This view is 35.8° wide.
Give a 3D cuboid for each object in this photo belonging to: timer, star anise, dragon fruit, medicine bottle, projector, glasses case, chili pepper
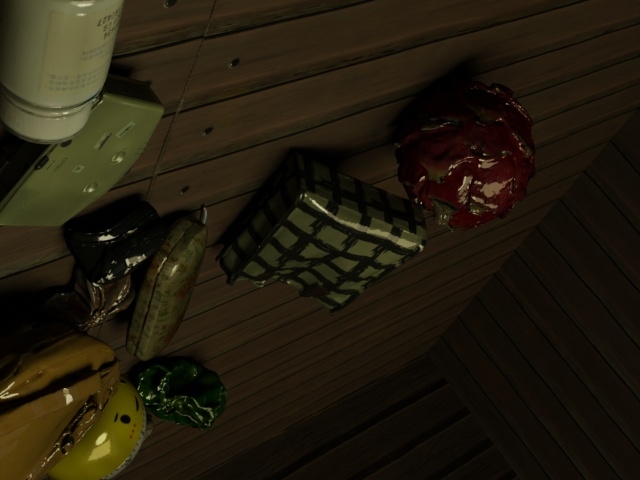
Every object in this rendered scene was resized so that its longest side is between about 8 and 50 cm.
[{"bbox_3d":[-0.519,0.366,2.078,0.285,0.285,0.285,-32,160,-13],"label":"timer"},{"bbox_3d":[-0.448,0.117,1.866,0.236,0.093,0.229,-40,167,21],"label":"star anise"},{"bbox_3d":[0.314,-0.189,2.136,0.329,0.329,0.329,-32,160,-13],"label":"dragon fruit"},{"bbox_3d":[-0.315,-0.240,1.167,0.143,0.143,0.258,-22,156,-35],"label":"medicine bottle"},{"bbox_3d":[-0.356,-0.132,1.431,0.269,0.088,0.193,-43,161,21],"label":"projector"},{"bbox_3d":[-0.314,0.104,2.005,0.156,0.098,0.425,-58,177,-37],"label":"glasses case"},{"bbox_3d":[-0.349,0.389,2.536,0.385,0.213,0.167,62,40,-74],"label":"chili pepper"}]

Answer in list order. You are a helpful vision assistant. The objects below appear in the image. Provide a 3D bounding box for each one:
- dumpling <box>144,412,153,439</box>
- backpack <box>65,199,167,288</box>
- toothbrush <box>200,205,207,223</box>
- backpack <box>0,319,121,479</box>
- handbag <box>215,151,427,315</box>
[{"bbox_3d":[-0.549,0.466,2.431,0.293,0.204,0.163,-17,128,15],"label":"dumpling"},{"bbox_3d":[-0.353,0.004,1.725,0.165,0.120,0.106,-26,180,-28],"label":"backpack"},{"bbox_3d":[-0.240,-0.020,2.005,0.019,0.013,0.193,-35,162,-24],"label":"toothbrush"},{"bbox_3d":[-0.530,0.300,1.723,0.378,0.201,0.353,-30,152,-43],"label":"backpack"},{"bbox_3d":[0.000,0.000,2.079,0.325,0.162,0.327,21,131,-28],"label":"handbag"}]
